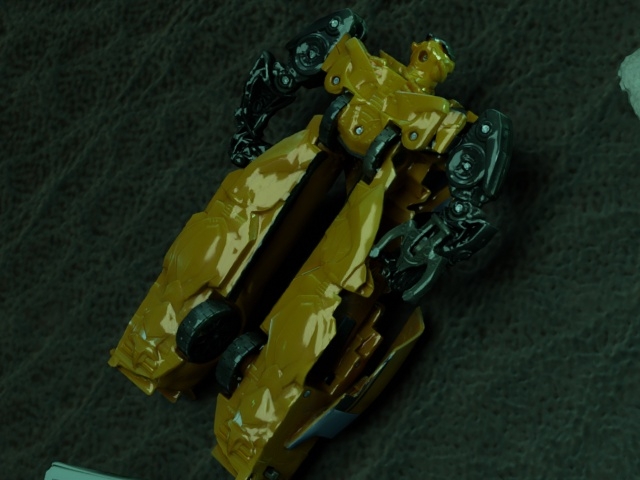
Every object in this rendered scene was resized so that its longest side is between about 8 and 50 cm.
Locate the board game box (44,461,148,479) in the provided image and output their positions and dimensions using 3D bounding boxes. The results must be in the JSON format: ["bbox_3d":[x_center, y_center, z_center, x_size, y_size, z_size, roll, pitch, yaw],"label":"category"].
[{"bbox_3d":[-0.047,0.268,1.183,0.303,0.097,0.224,7,80,34],"label":"board game box"}]

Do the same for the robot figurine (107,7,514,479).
[{"bbox_3d":[0.000,0.000,1.243,0.211,0.085,0.291,39,97,33],"label":"robot figurine"}]

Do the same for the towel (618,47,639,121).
[{"bbox_3d":[0.293,-0.036,1.100,0.187,0.049,0.282,-33,61,18],"label":"towel"}]
